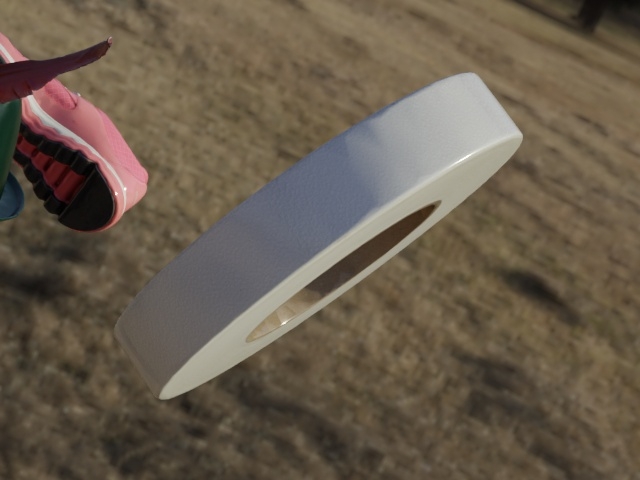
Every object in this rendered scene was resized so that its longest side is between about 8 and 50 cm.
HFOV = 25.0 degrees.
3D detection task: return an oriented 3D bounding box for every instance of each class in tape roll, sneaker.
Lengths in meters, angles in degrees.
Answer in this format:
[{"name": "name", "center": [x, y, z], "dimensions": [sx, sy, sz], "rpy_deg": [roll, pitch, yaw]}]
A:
[{"name": "tape roll", "center": [0.000, 0.000, 1.242], "dimensions": [0.072, 0.392, 0.392], "rpy_deg": [54, 20, 8]}, {"name": "sneaker", "center": [-0.330, -0.142, 1.722], "dimensions": [0.314, 0.116, 0.136], "rpy_deg": [48, 29, 5]}]

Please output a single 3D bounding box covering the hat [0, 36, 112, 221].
[{"name": "hat", "center": [-0.254, -0.129, 1.060], "dimensions": [0.208, 0.184, 0.173], "rpy_deg": [30, 17, 2]}]
